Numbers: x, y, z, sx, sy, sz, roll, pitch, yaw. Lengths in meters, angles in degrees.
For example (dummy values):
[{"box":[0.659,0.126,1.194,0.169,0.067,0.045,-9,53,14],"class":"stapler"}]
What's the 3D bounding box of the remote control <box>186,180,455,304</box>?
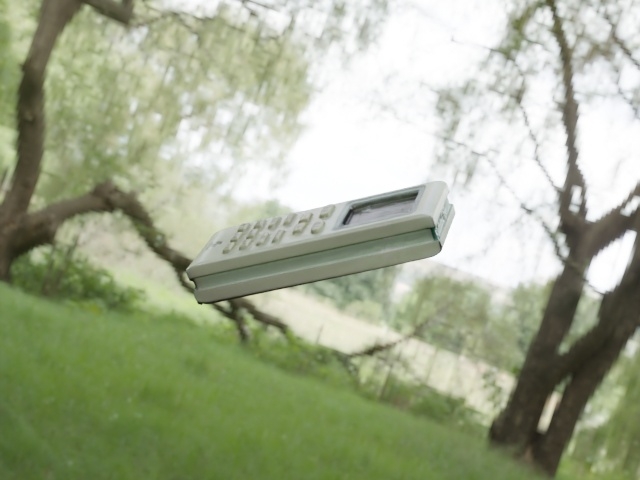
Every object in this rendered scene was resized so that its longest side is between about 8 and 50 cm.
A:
[{"box":[0.000,0.000,1.291,0.277,0.056,0.103,-13,20,20],"class":"remote control"}]
